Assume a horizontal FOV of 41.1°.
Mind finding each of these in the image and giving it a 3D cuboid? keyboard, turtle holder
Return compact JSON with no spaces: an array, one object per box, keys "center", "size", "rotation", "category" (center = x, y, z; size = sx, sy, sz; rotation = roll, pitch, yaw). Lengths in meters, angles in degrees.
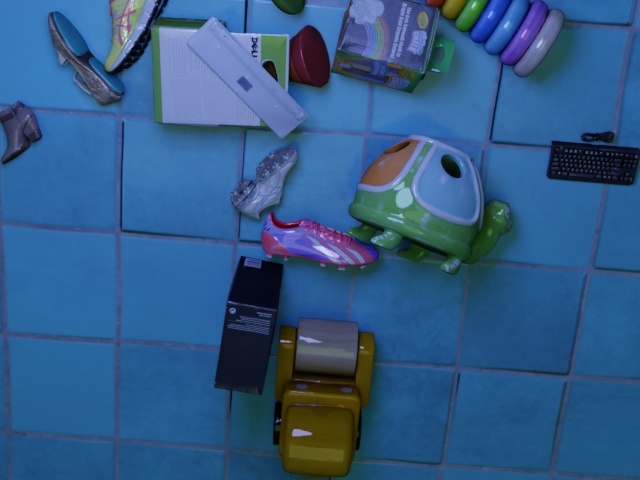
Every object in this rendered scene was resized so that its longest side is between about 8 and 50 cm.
[{"center":[-0.134,-0.299,1.590],"size":[0.072,0.014,0.256],"rotation":[-37,113,22],"category":"keyboard"},{"center":[0.554,-0.169,1.730],"size":[0.180,0.023,0.108],"rotation":[5,108,-2],"category":"keyboard"},{"center":[0.225,-0.065,1.656],"size":[0.320,0.243,0.227],"rotation":[21,90,3],"category":"turtle holder"}]

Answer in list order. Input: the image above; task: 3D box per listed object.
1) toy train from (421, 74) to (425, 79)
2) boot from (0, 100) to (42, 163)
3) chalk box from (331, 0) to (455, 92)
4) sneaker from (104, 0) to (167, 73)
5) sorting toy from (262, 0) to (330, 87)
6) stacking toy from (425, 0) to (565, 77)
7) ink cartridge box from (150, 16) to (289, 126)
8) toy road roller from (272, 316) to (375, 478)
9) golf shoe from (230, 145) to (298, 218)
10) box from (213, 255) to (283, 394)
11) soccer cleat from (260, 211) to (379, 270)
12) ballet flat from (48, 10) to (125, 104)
[{"center":[0.129,-0.342,1.677],"size":[0.158,0.027,0.036],"rotation":[14,118,-4],"category":"toy train"},{"center":[-0.619,-0.221,1.720],"size":[0.118,0.042,0.087],"rotation":[-34,98,9],"category":"boot"},{"center":[0.141,-0.366,1.597],"size":[0.213,0.132,0.132],"rotation":[15,82,-4],"category":"chalk box"},{"center":[-0.370,-0.420,1.637],"size":[0.094,0.081,0.209],"rotation":[30,99,-1],"category":"sneaker"},{"center":[-0.101,-0.452,1.617],"size":[0.126,0.127,0.366],"rotation":[-11,111,28],"category":"sorting toy"},{"center":[0.283,-0.447,1.599],"size":[0.330,0.141,0.141],"rotation":[31,106,-2],"category":"stacking toy"},{"center":[-0.187,-0.320,1.638],"size":[0.255,0.097,0.189],"rotation":[3,116,-1],"category":"ink cartridge box"},{"center":[0.003,0.345,1.785],"size":[0.202,0.240,0.330],"rotation":[5,108,-1],"category":"toy road roller"},{"center":[-0.099,-0.117,1.743],"size":[0.176,0.069,0.086],"rotation":[-40,123,15],"category":"golf shoe"},{"center":[-0.141,0.165,1.718],"size":[0.103,0.261,0.184],"rotation":[12,108,-3],"category":"box"},{"center":[0.000,0.000,1.761],"size":[0.248,0.083,0.095],"rotation":[7,107,2],"category":"soccer cleat"},{"center":[-0.470,-0.346,1.663],"size":[0.067,0.073,0.206],"rotation":[-33,101,25],"category":"ballet flat"}]
